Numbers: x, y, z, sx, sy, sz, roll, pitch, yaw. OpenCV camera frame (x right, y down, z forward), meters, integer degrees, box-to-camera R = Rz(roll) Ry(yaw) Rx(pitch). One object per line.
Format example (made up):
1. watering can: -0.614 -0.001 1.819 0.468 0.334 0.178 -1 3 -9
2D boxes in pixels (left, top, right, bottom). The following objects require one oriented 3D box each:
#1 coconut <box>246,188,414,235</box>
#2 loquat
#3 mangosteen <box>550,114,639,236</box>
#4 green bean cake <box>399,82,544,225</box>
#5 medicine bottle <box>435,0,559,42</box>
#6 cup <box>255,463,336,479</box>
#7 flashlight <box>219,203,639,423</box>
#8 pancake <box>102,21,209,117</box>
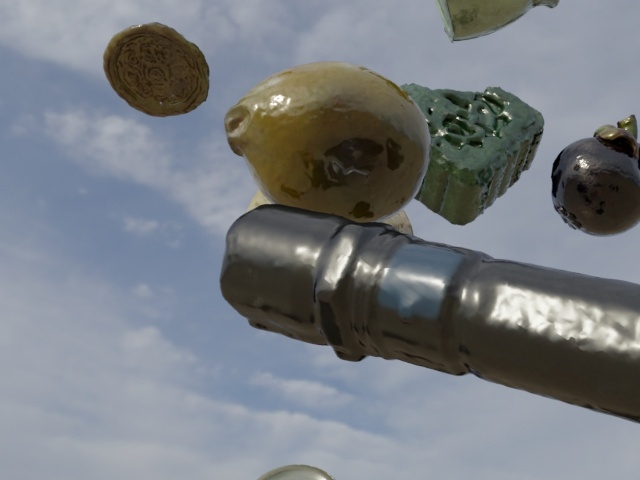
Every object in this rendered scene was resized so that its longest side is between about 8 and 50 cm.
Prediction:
1. coconut: 0.000 0.000 1.277 0.259 0.259 0.259 2 -31 1
2. loquat: 0.008 -0.089 0.813 0.195 0.152 0.152 12 -32 -27
3. mangosteen: 0.520 -0.118 1.599 0.194 0.230 0.194 38 -3 2
4. green bean cake: 0.276 -0.219 1.871 0.308 0.300 0.169 34 -35 21
5. medicine bottle: 0.205 -0.329 1.075 0.143 0.147 0.147 -20 -35 7
6. cup: -0.019 0.442 1.143 0.186 0.258 0.234 -9 -50 -6
7. flashlight: 0.115 0.049 0.583 0.424 0.103 0.103 11 -22 35
8. pancake: -0.160 -0.166 0.877 0.115 0.011 0.115 4 -41 4
